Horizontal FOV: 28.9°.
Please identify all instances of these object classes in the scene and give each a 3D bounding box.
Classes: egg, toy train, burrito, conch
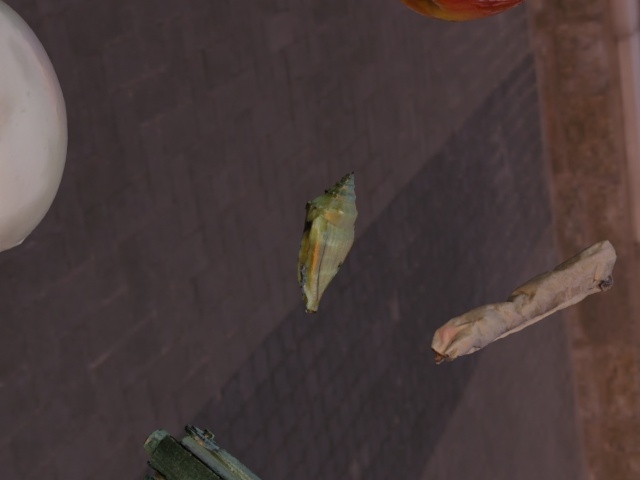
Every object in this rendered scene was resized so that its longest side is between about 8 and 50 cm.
[{"bbox_3d":[-0.421,-0.129,1.379,0.345,0.283,0.283,109,-2,-47],"label":"egg"},{"bbox_3d":[-0.123,0.381,1.822,0.126,0.307,0.189,-55,160,0],"label":"toy train"},{"bbox_3d":[0.178,0.055,1.080,0.041,0.185,0.045,67,-16,-6],"label":"burrito"},{"bbox_3d":[0.004,-0.001,1.726,0.095,0.079,0.200,34,69,-66],"label":"conch"}]

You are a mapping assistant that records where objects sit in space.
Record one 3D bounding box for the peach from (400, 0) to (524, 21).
[{"bbox_3d":[0.178,-0.403,1.500,0.238,0.281,0.281,148,-62,-86],"label":"peach"}]
